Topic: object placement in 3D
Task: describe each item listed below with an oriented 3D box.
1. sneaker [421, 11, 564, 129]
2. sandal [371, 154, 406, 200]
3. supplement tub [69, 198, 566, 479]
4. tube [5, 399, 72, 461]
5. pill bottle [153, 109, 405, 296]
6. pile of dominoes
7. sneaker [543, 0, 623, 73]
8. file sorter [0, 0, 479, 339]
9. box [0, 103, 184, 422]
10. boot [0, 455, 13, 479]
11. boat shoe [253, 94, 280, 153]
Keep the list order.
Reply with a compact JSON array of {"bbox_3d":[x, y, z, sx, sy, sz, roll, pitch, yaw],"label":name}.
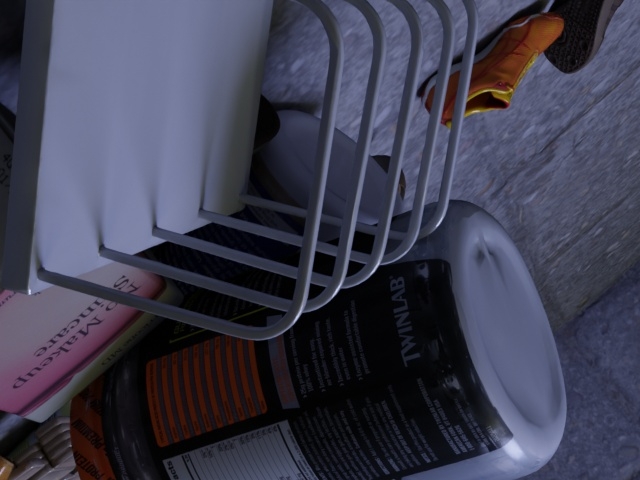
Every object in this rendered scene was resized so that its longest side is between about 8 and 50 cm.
[{"bbox_3d":[0.181,-0.166,1.407,0.175,0.067,0.064,-38,161,-13],"label":"sneaker"},{"bbox_3d":[0.000,0.000,1.411,0.060,0.090,0.219,12,129,-48],"label":"sandal"},{"bbox_3d":[-0.006,0.114,1.058,0.338,0.207,0.207,-20,171,24],"label":"supplement tub"},{"bbox_3d":[-0.310,0.249,1.415,0.240,0.062,0.070,-40,135,12],"label":"tube"},{"bbox_3d":[-0.061,0.027,1.230,0.264,0.153,0.153,-48,161,24],"label":"pill bottle"},{"bbox_3d":[-0.317,0.250,1.312,0.251,0.040,0.196,-36,167,8],"label":"pile of dominoes"},{"bbox_3d":[0.286,-0.242,1.438,0.071,0.066,0.188,-33,162,-25],"label":"sneaker"},{"bbox_3d":[-0.030,-0.072,0.826,0.278,0.173,0.192,-28,130,-66],"label":"file sorter"},{"bbox_3d":[-0.210,0.018,0.945,0.149,0.127,0.232,-41,162,-1],"label":"box"},{"bbox_3d":[-0.315,0.256,1.104,0.211,0.295,0.104,-50,123,-6],"label":"boot"},{"bbox_3d":[-0.109,-0.061,1.073,0.190,0.068,0.072,-20,165,-49],"label":"boat shoe"}]
